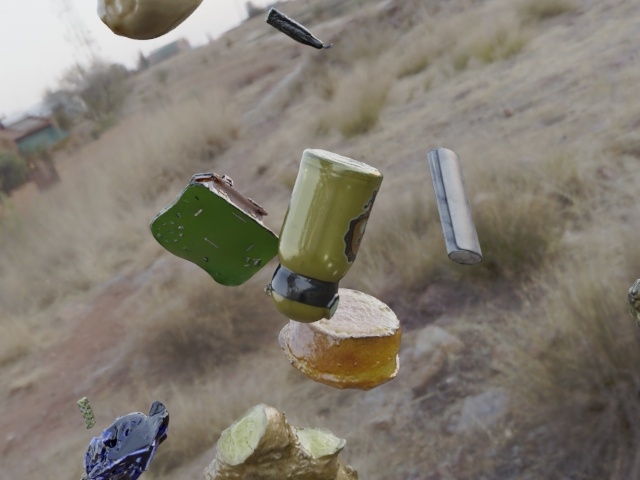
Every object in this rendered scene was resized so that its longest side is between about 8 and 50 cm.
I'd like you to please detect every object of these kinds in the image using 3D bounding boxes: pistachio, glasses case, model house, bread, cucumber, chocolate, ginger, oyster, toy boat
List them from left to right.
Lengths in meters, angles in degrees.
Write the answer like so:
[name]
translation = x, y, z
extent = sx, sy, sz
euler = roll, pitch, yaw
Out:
[toy boat]
translation = -0.499, 0.368, 1.987
extent = 0.016, 0.063, 0.115
euler = -21, -1, -11
[chocolate]
translation = -0.389, 0.419, 1.636
extent = 0.343, 0.126, 0.148
euler = -56, 25, 0
[pistachio]
translation = -0.227, -0.367, 1.315
extent = 0.215, 0.144, 0.144
euler = -47, 19, -31
[model house]
translation = -0.258, -0.047, 2.282
extent = 0.207, 0.294, 0.154
euler = -40, 32, 22
[ginger]
translation = -0.048, 0.368, 1.466
extent = 0.219, 0.270, 0.123
euler = -44, 28, 24
[cucumber]
translation = -0.050, -0.473, 2.108
extent = 0.043, 0.163, 0.039
euler = -50, 19, 27
[bread]
translation = 0.058, 0.241, 2.309
extent = 0.312, 0.172, 0.312
euler = 12, 24, -6
[glasses case]
translation = 0.336, -0.087, 2.331
extent = 0.114, 0.299, 0.060
euler = 19, -38, -41
[oyster]
translation = 0.653, 0.073, 1.794
extent = 0.094, 0.294, 0.166
euler = 21, 50, 33

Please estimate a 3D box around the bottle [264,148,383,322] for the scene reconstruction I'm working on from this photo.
[bottle]
translation = 0.000, 0.000, 1.912
extent = 0.172, 0.351, 0.171
euler = 16, 12, -3
